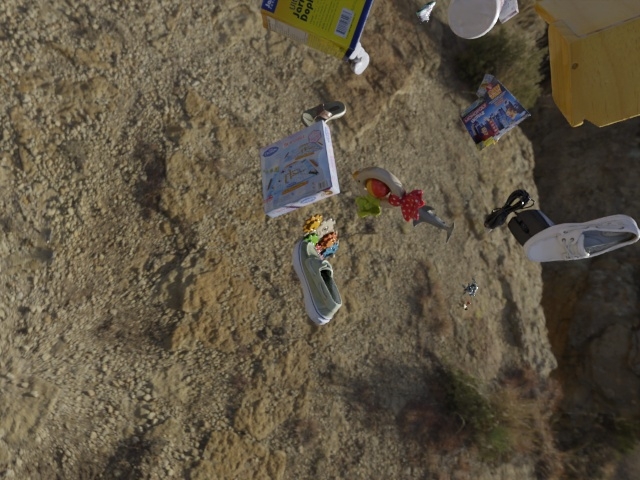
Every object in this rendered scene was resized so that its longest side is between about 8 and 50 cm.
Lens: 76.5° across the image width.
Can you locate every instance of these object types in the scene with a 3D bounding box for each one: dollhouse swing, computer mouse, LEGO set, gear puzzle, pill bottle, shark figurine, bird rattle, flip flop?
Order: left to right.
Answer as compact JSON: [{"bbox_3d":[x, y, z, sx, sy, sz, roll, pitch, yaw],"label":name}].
[{"bbox_3d":[0.000,0.000,1.567,0.176,0.338,0.044,-36,61,-13],"label":"gear puzzle"},{"bbox_3d":[0.019,-0.603,1.903,0.277,0.080,0.112,-32,81,-30],"label":"flip flop"},{"bbox_3d":[0.205,-0.149,1.316,0.143,0.254,0.207,-51,124,-16],"label":"bird rattle"},{"bbox_3d":[0.484,-0.090,1.846,0.278,0.116,0.166,45,2,18],"label":"shark figurine"},{"bbox_3d":[0.366,0.130,0.989,0.054,0.023,0.083,17,78,-29],"label":"LEGO set"},{"bbox_3d":[0.560,-0.845,1.437,0.169,0.169,0.301,46,47,-16],"label":"pill bottle"},{"bbox_3d":[0.667,-0.017,1.277,0.272,0.188,0.072,39,51,6],"label":"computer mouse"},{"bbox_3d":[0.789,-0.534,1.096,0.304,0.347,0.315,-87,156,-56],"label":"dollhouse swing"}]

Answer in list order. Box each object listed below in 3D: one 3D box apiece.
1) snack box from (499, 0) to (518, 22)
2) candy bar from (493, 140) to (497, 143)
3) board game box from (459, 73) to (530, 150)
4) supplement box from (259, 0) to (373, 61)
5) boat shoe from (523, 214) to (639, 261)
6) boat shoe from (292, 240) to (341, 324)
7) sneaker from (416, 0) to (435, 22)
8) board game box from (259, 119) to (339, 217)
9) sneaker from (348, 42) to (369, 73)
[{"bbox_3d":[0.707,-0.911,1.540,0.022,0.064,0.178,23,61,-33],"label":"snack box"},{"bbox_3d":[0.670,-0.412,1.496,0.161,0.018,0.040,-44,113,-24],"label":"candy bar"},{"bbox_3d":[0.556,-0.433,1.338,0.194,0.194,0.060,48,14,-26],"label":"board game box"},{"bbox_3d":[-0.018,-0.831,1.477,0.357,0.194,0.195,19,100,-9],"label":"supplement box"},{"bbox_3d":[0.702,0.005,1.107,0.098,0.277,0.096,62,31,-11],"label":"boat shoe"},{"bbox_3d":[-0.004,0.106,1.202,0.109,0.094,0.302,30,29,-41],"label":"boat shoe"},{"bbox_3d":[0.455,-0.966,1.730,0.098,0.038,0.069,-38,130,-6],"label":"sneaker"},{"bbox_3d":[-0.095,-0.289,1.655,0.066,0.319,0.317,31,46,-56],"label":"board game box"},{"bbox_3d":[0.142,-0.925,1.975,0.153,0.101,0.269,48,11,16],"label":"sneaker"}]
